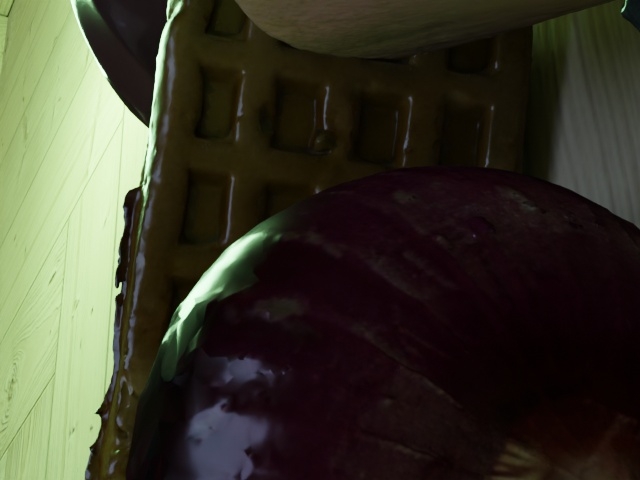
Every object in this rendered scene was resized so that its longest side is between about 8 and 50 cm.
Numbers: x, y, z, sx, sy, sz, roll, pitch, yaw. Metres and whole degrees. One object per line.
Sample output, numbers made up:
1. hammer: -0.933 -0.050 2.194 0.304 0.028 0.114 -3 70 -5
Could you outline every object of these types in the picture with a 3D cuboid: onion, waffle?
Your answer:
1. onion: 0.037 0.088 0.621 0.272 0.230 0.256 -49 33 44
2. waffle: 0.000 0.000 0.810 0.098 0.224 0.328 114 163 -74

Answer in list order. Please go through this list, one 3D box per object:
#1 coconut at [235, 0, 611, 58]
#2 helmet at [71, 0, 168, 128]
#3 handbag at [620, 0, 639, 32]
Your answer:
1. coconut: 0.052 -0.239 0.689 0.309 0.297 0.297 -2 75 47
2. helmet: -0.092 -0.199 1.081 0.271 0.197 0.338 109 155 -71
3. handbag: 0.195 -0.041 0.351 0.088 0.270 0.175 -42 6 -22
